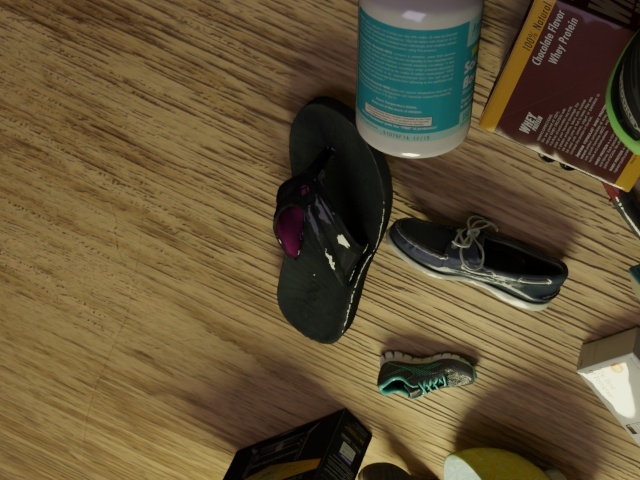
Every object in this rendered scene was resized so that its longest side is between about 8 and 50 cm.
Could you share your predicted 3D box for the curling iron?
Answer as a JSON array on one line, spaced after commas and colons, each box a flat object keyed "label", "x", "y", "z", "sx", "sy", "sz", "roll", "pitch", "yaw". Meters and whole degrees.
[{"label": "curling iron", "x": 0.373, "y": -0.057, "z": 1.341, "sx": 0.068, "sy": 0.035, "sz": 0.274, "roll": -44, "pitch": 110, "yaw": 4}]

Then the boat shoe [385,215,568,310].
[{"label": "boat shoe", "x": 0.217, "y": 0.019, "z": 1.439, "sx": 0.254, "sy": 0.095, "sz": 0.079, "roll": 24, "pitch": 135, "yaw": 2}]

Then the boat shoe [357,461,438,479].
[{"label": "boat shoe", "x": 0.127, "y": 0.435, "z": 1.813, "sx": 0.190, "sy": 0.068, "sz": 0.072, "roll": 27, "pitch": 147, "yaw": -34}]

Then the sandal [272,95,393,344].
[{"label": "sandal", "x": 0.002, "y": 0.002, "z": 1.492, "sx": 0.167, "sy": 0.107, "sz": 0.446, "roll": 27, "pitch": 136, "yaw": 22}]

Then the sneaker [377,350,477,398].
[{"label": "sneaker", "x": 0.165, "y": 0.223, "z": 1.648, "sx": 0.166, "sy": 0.076, "sz": 0.065, "roll": -3, "pitch": 127, "yaw": 26}]

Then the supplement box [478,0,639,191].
[{"label": "supplement box", "x": 0.313, "y": -0.197, "z": 1.190, "sx": 0.194, "sy": 0.129, "sz": 0.191, "roll": 24, "pitch": 133, "yaw": 4}]

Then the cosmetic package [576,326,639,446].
[{"label": "cosmetic package", "x": 0.486, "y": 0.239, "z": 1.528, "sx": 0.099, "sy": 0.060, "sz": 0.239, "roll": -28, "pitch": 112, "yaw": 38}]

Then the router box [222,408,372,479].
[{"label": "router box", "x": -0.073, "y": 0.447, "z": 1.830, "sx": 0.309, "sy": 0.243, "sz": 0.081, "roll": -29, "pitch": 112, "yaw": 39}]

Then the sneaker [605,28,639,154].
[{"label": "sneaker", "x": 0.429, "y": -0.282, "z": 0.945, "sx": 0.185, "sy": 0.202, "sz": 0.483, "roll": 22, "pitch": 104, "yaw": 4}]

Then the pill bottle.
[{"label": "pill bottle", "x": 0.116, "y": -0.240, "z": 1.231, "sx": 0.146, "sy": 0.146, "sz": 0.264, "roll": 13, "pitch": 132, "yaw": 14}]

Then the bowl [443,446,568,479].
[{"label": "bowl", "x": 0.334, "y": 0.453, "z": 1.688, "sx": 0.156, "sy": 0.289, "sz": 0.289, "roll": -20, "pitch": 128, "yaw": -13}]

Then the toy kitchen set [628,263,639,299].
[{"label": "toy kitchen set", "x": 0.493, "y": -0.006, "z": 1.281, "sx": 0.207, "sy": 0.122, "sz": 0.166, "roll": -21, "pitch": 121, "yaw": 0}]
